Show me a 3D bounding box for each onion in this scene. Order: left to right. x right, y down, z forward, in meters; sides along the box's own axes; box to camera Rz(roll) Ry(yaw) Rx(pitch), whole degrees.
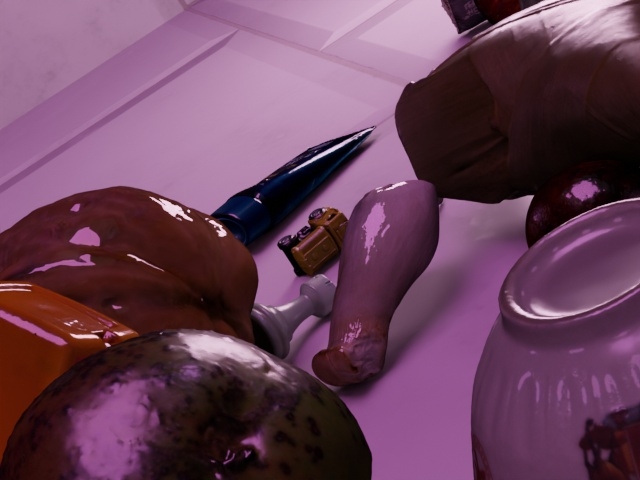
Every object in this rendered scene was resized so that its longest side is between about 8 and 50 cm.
[{"bbox_3d":[0.265,-0.335,1.943,0.131,0.131,0.131,-27,21,11],"label":"onion"}]

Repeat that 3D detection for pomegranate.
[{"bbox_3d":[-0.116,0.222,1.097,0.285,0.285,0.341,-46,-6,-34],"label":"pomegranate"}]

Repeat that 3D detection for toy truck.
[{"bbox_3d":[0.000,0.000,1.670,0.083,0.049,0.054,-40,24,-20],"label":"toy truck"}]

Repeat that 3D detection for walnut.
[{"bbox_3d":[-0.227,0.108,1.415,0.343,0.306,0.306,-15,26,26],"label":"walnut"}]

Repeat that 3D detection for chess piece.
[{"bbox_3d":[-0.030,0.077,1.525,0.103,0.067,0.067,-33,19,-30],"label":"chess piece"}]

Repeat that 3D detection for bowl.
[{"bbox_3d":[0.227,0.073,1.042,0.337,0.157,0.337,-28,22,12],"label":"bowl"}]

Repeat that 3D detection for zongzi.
[{"bbox_3d":[0.174,-0.105,1.384,0.447,0.181,0.418,-23,9,25],"label":"zongzi"}]

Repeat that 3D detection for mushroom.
[{"bbox_3d":[0.058,0.038,1.409,0.116,0.093,0.225,126,160,-55],"label":"mushroom"}]

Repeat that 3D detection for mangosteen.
[{"bbox_3d":[0.240,0.000,1.257,0.140,0.140,0.140,-27,21,11],"label":"mangosteen"}]

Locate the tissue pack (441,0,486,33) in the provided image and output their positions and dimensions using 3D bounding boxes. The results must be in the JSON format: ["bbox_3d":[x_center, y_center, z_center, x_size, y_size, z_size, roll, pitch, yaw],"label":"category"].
[{"bbox_3d":[0.271,-0.404,2.054,0.235,0.073,0.173,-29,-23,5],"label":"tissue pack"}]

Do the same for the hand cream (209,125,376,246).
[{"bbox_3d":[-0.040,-0.074,1.902,0.120,0.061,0.270,-15,18,48],"label":"hand cream"}]

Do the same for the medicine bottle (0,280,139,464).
[{"bbox_3d":[-0.253,0.158,1.207,0.149,0.222,0.112,22,10,26],"label":"medicine bottle"}]

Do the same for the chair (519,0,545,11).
[{"bbox_3d":[0.325,-0.305,1.716,0.190,0.203,0.275,-20,29,-2],"label":"chair"}]
